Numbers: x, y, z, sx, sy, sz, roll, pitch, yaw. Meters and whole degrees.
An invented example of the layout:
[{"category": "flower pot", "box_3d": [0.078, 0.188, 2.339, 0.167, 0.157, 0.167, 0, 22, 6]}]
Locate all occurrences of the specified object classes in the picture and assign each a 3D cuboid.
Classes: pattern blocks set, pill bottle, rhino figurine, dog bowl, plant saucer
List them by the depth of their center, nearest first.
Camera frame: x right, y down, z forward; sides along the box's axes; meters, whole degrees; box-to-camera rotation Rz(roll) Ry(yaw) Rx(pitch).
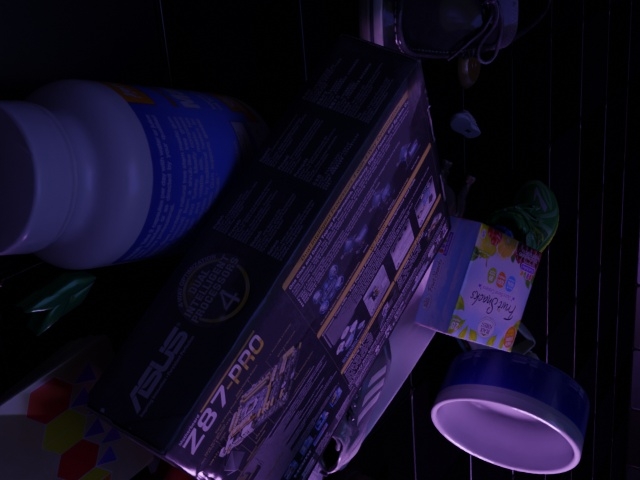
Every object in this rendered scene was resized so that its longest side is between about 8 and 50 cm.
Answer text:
[{"category": "pill bottle", "box_3d": [-0.167, -0.056, 0.720, 0.272, 0.152, 0.152, -8, 103, -58]}, {"category": "pattern blocks set", "box_3d": [-0.223, 0.178, 0.739, 0.285, 0.026, 0.325, -29, 131, -36]}, {"category": "rhino figurine", "box_3d": [0.161, -0.079, 1.332, 0.243, 0.073, 0.106, 18, 89, -56]}, {"category": "plant saucer", "box_3d": [0.264, -0.308, 1.505, 0.083, 0.015, 0.083, -20, 114, -56]}, {"category": "dog bowl", "box_3d": [0.337, 0.306, 1.525, 0.104, 0.265, 0.265, -65, 145, -31]}]

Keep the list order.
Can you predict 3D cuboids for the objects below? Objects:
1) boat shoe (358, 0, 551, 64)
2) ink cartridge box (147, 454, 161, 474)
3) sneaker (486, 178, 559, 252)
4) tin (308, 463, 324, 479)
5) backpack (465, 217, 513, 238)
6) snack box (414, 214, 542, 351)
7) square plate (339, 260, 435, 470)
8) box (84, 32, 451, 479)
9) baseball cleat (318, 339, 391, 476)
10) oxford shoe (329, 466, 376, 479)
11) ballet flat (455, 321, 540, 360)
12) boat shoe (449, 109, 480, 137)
[{"category": "boat shoe", "box_3d": [0.211, -0.359, 1.276, 0.500, 0.156, 0.186, -27, 121, -52]}, {"category": "ink cartridge box", "box_3d": [-0.090, 0.202, 0.955, 0.224, 0.045, 0.223, -34, 127, -33]}, {"category": "sneaker", "box_3d": [0.395, -0.024, 1.695, 0.295, 0.109, 0.123, -58, 145, -34]}, {"category": "tin", "box_3d": [-0.038, 0.342, 1.120, 0.106, 0.040, 0.189, 52, 50, -54]}, {"category": "backpack", "box_3d": [0.248, 0.057, 1.467, 0.173, 0.117, 0.158, -29, 120, -50]}, {"category": "snack box", "box_3d": [0.249, 0.072, 1.336, 0.207, 0.070, 0.174, 21, 86, -47]}, {"category": "square plate", "box_3d": [0.072, 0.093, 1.207, 0.347, 0.049, 0.344, -51, 141, -32]}, {"category": "box", "box_3d": [-0.012, 0.057, 0.823, 0.395, 0.097, 0.318, -58, 156, -16]}, {"category": "baseball cleat", "box_3d": [0.039, 0.199, 1.076, 0.109, 0.072, 0.206, -29, 130, -72]}, {"category": "oxford shoe", "box_3d": [0.025, 0.409, 1.198, 0.227, 0.096, 0.083, -44, 134, -44]}, {"category": "ballet flat", "box_3d": [0.363, 0.239, 1.653, 0.400, 0.139, 0.139, 56, 50, -45]}, {"category": "boat shoe", "box_3d": [0.250, -0.209, 1.494, 0.100, 0.035, 0.035, 17, 55, -55]}]
